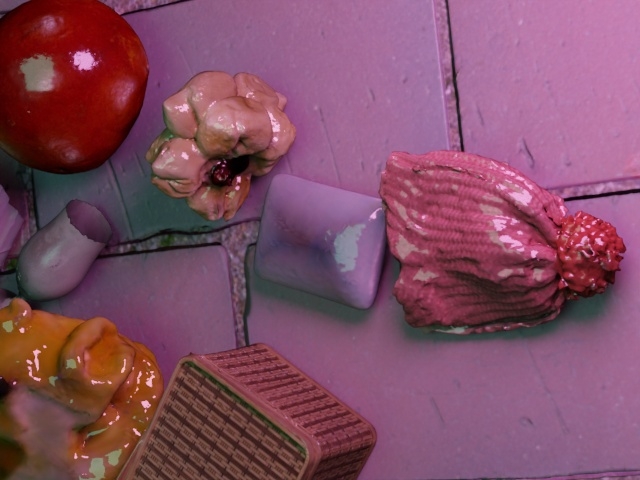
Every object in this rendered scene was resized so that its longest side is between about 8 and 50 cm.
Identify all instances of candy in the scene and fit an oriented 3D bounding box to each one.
[{"bbox_3d":[0.000,0.000,1.866,0.174,0.071,0.138,16,100,30],"label":"candy"}]

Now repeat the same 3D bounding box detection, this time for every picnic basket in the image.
[{"bbox_3d":[-0.111,0.313,1.885,0.228,0.175,0.313,35,109,25],"label":"picnic basket"}]

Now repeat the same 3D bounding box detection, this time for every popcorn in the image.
[{"bbox_3d":[-0.357,0.219,1.994,0.297,0.281,0.316,21,121,-2],"label":"popcorn"}]

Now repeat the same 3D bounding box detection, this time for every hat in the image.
[{"bbox_3d":[0.208,0.007,1.724,0.286,0.107,0.236,3,121,32],"label":"hat"}]

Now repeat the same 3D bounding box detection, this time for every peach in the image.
[{"bbox_3d":[-0.336,-0.202,1.988,0.243,0.199,0.243,5,102,23],"label":"peach"}]

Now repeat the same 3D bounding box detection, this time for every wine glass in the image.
[{"bbox_3d":[-0.369,0.036,2.078,0.202,0.093,0.093,-47,69,25],"label":"wine glass"}]

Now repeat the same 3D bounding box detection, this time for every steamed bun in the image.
[{"bbox_3d":[-0.122,-0.115,1.866,0.177,0.192,0.106,-49,53,13],"label":"steamed bun"}]

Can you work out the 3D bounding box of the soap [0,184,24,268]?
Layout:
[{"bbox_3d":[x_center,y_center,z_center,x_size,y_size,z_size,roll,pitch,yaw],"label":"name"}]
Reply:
[{"bbox_3d":[-0.555,0.041,2.121,0.115,0.208,0.347,37,110,24],"label":"soap"}]
